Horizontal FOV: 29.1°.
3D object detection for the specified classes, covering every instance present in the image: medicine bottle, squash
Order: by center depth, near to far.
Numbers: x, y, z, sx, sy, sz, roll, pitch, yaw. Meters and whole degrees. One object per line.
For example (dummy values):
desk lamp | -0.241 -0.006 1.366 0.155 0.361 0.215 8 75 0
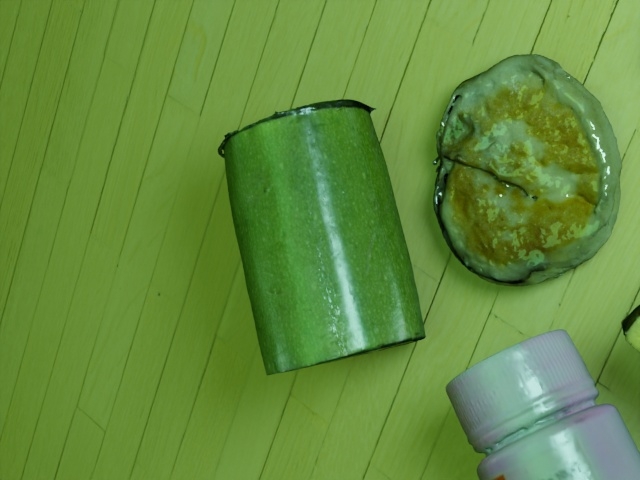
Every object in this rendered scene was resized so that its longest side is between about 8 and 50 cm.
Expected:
medicine bottle | 0.339 0.335 1.696 0.219 0.219 0.388 -36 72 36
squash | 0.000 0.000 1.937 0.263 0.263 0.385 -19 80 40

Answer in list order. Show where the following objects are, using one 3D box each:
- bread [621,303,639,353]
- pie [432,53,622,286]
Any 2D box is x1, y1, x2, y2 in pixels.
bread | 0.541 0.142 1.549 0.264 0.167 0.163 50 122 22
pie | 0.291 -0.100 1.799 0.339 0.077 0.339 0 89 40
